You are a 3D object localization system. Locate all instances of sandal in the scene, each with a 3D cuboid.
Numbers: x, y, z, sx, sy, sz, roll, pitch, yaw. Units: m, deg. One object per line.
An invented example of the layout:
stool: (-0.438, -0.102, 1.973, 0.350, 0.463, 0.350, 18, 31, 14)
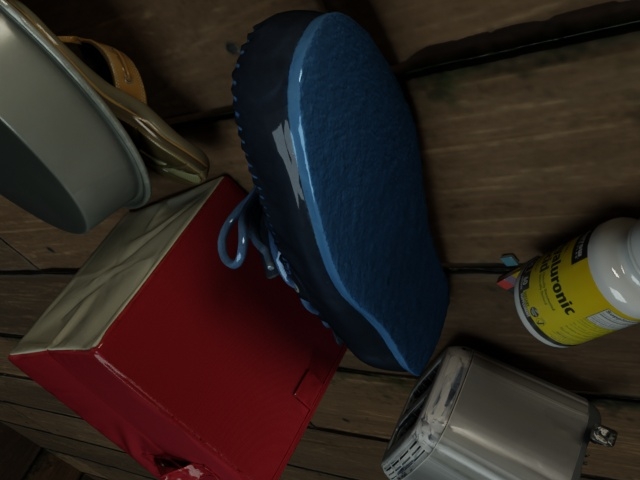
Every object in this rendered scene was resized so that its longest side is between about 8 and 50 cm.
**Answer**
sandal: (-0.147, -0.108, 0.519, 0.180, 0.049, 0.072, 38, 159, -24)

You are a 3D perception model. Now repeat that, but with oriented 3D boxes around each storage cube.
storage cube: (-0.117, 0.089, 0.646, 0.184, 0.215, 0.193, -12, 127, 48)

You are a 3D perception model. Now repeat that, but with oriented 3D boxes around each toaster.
toaster: (0.152, 0.189, 0.676, 0.147, 0.129, 0.227, 26, 152, 5)

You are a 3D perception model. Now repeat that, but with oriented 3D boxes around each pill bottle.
pill bottle: (0.181, 0.024, 0.456, 0.065, 0.065, 0.116, 31, 149, -9)

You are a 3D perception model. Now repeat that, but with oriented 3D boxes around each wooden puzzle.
wooden puzzle: (0.167, 0.036, 0.543, 0.083, 0.006, 0.049, 31, 150, -9)

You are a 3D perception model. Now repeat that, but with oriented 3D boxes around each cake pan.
cake pan: (-0.260, -0.106, 0.542, 0.293, 0.054, 0.293, 31, 159, 14)

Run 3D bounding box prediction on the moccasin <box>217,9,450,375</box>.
moccasin: (0.000, 0.000, 0.489, 0.117, 0.137, 0.342, 15, 148, 27)
